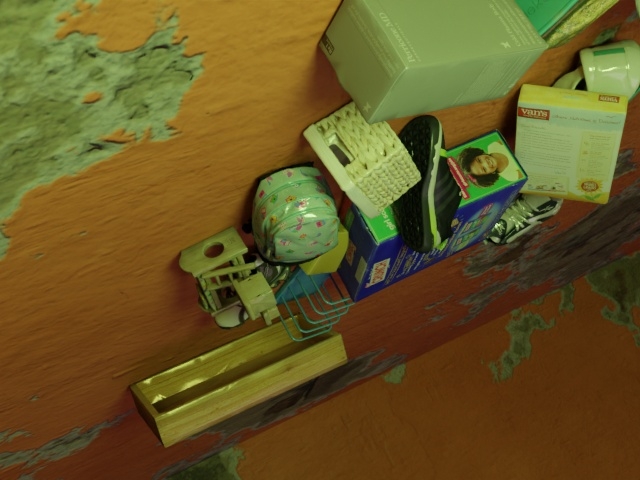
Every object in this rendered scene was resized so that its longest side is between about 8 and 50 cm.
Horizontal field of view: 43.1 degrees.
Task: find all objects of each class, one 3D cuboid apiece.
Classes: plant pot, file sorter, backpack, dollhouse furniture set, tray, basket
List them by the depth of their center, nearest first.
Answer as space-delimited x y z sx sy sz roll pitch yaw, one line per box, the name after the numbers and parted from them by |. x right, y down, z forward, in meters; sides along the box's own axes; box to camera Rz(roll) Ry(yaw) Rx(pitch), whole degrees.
0.064 -0.117 1.148 0.103 0.113 0.167 -36 160 5 | basket
-0.033 -0.036 1.202 0.151 0.115 0.182 -23 157 -11 | backpack
-0.130 0.107 1.262 0.101 0.161 0.182 -26 138 -10 | dollhouse furniture set
0.000 0.000 1.399 0.081 0.081 0.083 -5 137 -50 | plant pot
-0.004 0.113 1.630 0.118 0.105 0.170 -14 156 -36 | file sorter
-0.170 0.279 1.687 0.410 0.076 0.202 -22 -161 -22 | tray

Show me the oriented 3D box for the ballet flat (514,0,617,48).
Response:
0.360 -0.352 0.987 0.123 0.123 0.348 -7 155 -48 | ballet flat

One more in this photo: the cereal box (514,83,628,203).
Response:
0.426 -0.162 1.405 0.172 0.047 0.240 10 147 17 | cereal box

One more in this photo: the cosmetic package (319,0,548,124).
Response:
0.132 -0.227 0.948 0.237 0.127 0.107 -17 157 -38 | cosmetic package

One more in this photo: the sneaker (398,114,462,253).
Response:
0.178 -0.092 1.295 0.097 0.084 0.235 -18 122 -32 | sneaker

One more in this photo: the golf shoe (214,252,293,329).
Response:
-0.141 0.081 1.420 0.093 0.077 0.198 12 129 -47 | golf shoe

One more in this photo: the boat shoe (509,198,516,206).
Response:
0.350 -0.072 1.734 0.083 0.065 0.183 -42 159 27 | boat shoe

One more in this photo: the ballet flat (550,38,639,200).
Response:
0.444 -0.212 1.468 0.139 0.139 0.400 -23 156 -20 | ballet flat

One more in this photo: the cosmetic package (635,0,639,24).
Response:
0.610 -0.325 0.933 0.284 0.098 0.377 -16 -172 -26 | cosmetic package

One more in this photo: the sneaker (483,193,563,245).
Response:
0.451 -0.055 1.875 0.153 0.094 0.235 -29 173 -29 | sneaker

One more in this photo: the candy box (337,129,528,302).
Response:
0.187 -0.040 1.497 0.317 0.122 0.268 -25 160 -18 | candy box
